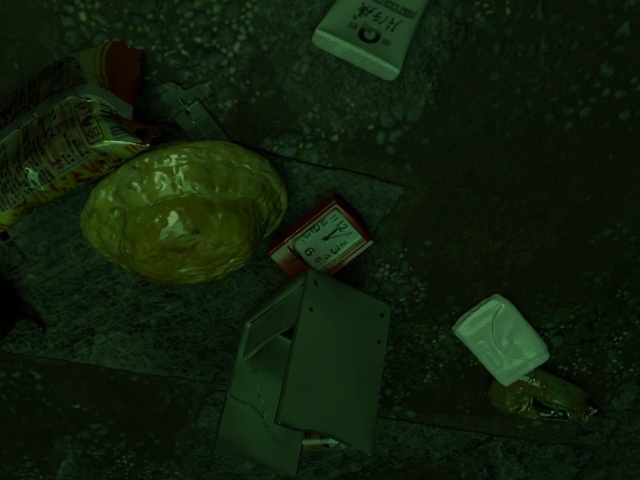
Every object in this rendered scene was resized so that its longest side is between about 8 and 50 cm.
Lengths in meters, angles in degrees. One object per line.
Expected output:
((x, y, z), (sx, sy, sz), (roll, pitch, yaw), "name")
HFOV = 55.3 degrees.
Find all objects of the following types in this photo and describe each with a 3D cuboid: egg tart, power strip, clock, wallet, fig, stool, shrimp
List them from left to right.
((-0.575, 0.118, 1.017), (0.201, 0.149, 0.148), (2, 106, -19), "fig")
((-0.196, -0.015, 0.924), (0.318, 0.128, 0.319), (-11, 147, -7), "egg tart")
((-0.177, -0.166, 0.949), (0.050, 0.019, 0.136), (-30, 119, 15), "power strip")
((-0.031, 0.224, 1.012), (0.170, 0.270, 0.243), (26, 143, -20), "stool")
((0.000, 0.000, 1.041), (0.155, 0.061, 0.113), (-37, 119, 13), "clock")
((0.352, 0.195, 1.184), (0.124, 0.032, 0.183), (-38, 107, 14), "wallet")
((0.476, 0.336, 1.277), (0.267, 0.061, 0.145), (15, 119, -12), "shrimp")

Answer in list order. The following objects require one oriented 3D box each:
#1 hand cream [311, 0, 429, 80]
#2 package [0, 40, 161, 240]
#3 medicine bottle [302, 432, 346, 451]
((0.108, -0.376, 0.815), (0.139, 0.089, 0.314), (19, 126, -13), "hand cream")
((-0.362, -0.156, 0.838), (0.288, 0.223, 0.108), (-25, 149, 8), "package")
((-0.055, 0.397, 1.279), (0.220, 0.061, 0.092), (-2, 97, -3), "medicine bottle")
